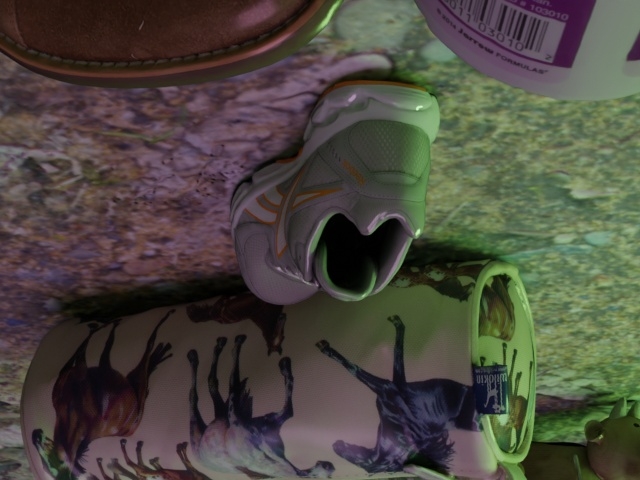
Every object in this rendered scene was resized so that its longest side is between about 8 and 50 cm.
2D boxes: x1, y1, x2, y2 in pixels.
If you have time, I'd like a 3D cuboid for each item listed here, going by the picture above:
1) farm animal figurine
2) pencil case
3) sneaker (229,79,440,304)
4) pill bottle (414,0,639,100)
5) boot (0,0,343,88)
[{"bbox_3d":[0.267,0.242,1.549,0.327,0.172,0.330,0,163,27],"label":"farm animal figurine"},{"bbox_3d":[-0.034,0.128,1.296,0.410,0.183,0.160,-8,151,17],"label":"pencil case"},{"bbox_3d":[0.000,0.000,1.118,0.099,0.121,0.262,10,151,-16],"label":"sneaker"},{"bbox_3d":[0.130,-0.204,0.684,0.169,0.169,0.301,2,152,-3],"label":"pill bottle"},{"bbox_3d":[-0.128,-0.148,0.651,0.305,0.112,0.115,21,160,27],"label":"boot"}]
